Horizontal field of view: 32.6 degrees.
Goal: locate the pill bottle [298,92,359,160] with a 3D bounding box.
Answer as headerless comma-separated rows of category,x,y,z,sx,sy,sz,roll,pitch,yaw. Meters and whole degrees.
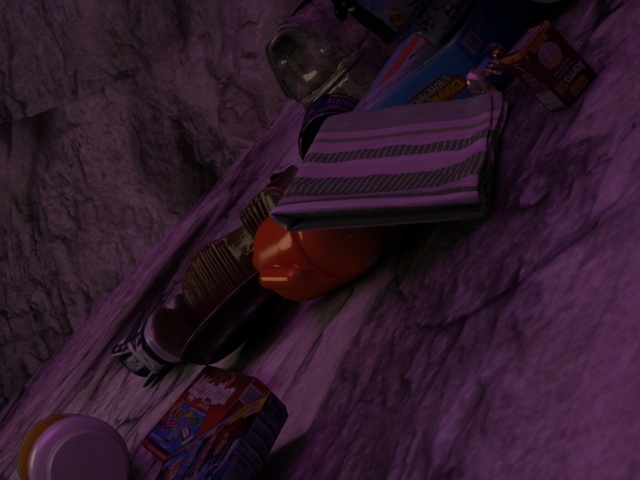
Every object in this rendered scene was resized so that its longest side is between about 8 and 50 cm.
pill bottle,0.026,-0.194,1.949,0.123,0.123,0.219,-44,12,15

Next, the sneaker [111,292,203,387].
sneaker,-0.280,0.184,1.828,0.153,0.099,0.282,-41,5,6

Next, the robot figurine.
robot figurine,-0.001,0.002,1.360,0.158,0.128,0.219,-4,-17,-33

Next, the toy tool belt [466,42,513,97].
toy tool belt,0.240,-0.226,1.482,0.051,0.052,0.083,21,68,44

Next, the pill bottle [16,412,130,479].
pill bottle,-0.341,0.311,1.521,0.136,0.136,0.245,-51,12,-19

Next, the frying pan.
frying pan,-0.070,0.067,1.543,0.326,0.053,0.197,-40,-10,-27

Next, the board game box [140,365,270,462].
board game box,-0.155,0.228,1.403,0.145,0.027,0.281,-49,11,-15

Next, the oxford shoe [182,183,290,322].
oxford shoe,-0.100,0.025,1.774,0.130,0.123,0.348,-20,-14,-48

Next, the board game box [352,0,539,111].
board game box,0.192,-0.283,1.735,0.302,0.086,0.308,-35,16,47

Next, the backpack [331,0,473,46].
backpack,0.155,-0.428,1.581,0.263,0.213,0.276,-60,9,31

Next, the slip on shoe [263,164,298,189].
slip on shoe,-0.088,-0.131,2.365,0.051,0.041,0.135,-38,14,38

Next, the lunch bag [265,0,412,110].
lunch bag,0.033,-0.410,2.331,0.212,0.256,0.305,-38,14,37

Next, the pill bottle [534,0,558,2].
pill bottle,0.347,-0.438,1.578,0.131,0.131,0.229,-37,15,42

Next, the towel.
towel,0.088,-0.098,1.284,0.247,0.038,0.325,-5,26,16

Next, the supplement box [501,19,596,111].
supplement box,0.249,-0.190,1.198,0.055,0.083,0.043,-49,12,-11

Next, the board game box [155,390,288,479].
board game box,-0.120,0.264,1.063,0.194,0.060,0.194,-37,16,41
